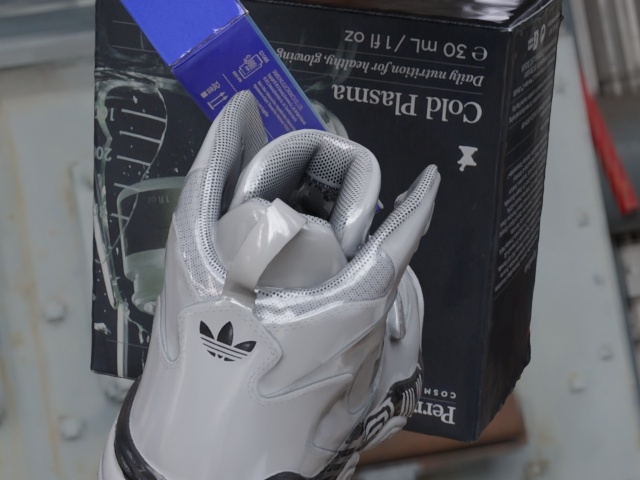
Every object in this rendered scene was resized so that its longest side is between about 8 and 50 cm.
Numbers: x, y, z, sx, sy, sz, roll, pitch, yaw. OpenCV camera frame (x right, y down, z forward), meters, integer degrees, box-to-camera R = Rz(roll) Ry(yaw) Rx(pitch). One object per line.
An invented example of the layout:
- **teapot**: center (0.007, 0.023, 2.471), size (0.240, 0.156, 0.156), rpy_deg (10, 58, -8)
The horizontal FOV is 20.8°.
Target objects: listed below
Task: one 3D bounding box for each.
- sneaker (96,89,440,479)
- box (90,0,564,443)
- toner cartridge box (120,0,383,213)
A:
- **sneaker**: center (0.002, 0.020, 0.984), size (0.137, 0.210, 0.366), rpy_deg (23, 25, 10)
- **box**: center (0.006, -0.069, 2.022), size (0.480, 0.471, 0.297), rpy_deg (8, 20, 17)
- **toner cartridge box**: center (-0.066, -0.132, 1.439), size (0.075, 0.165, 0.348), rpy_deg (-36, -30, 2)
